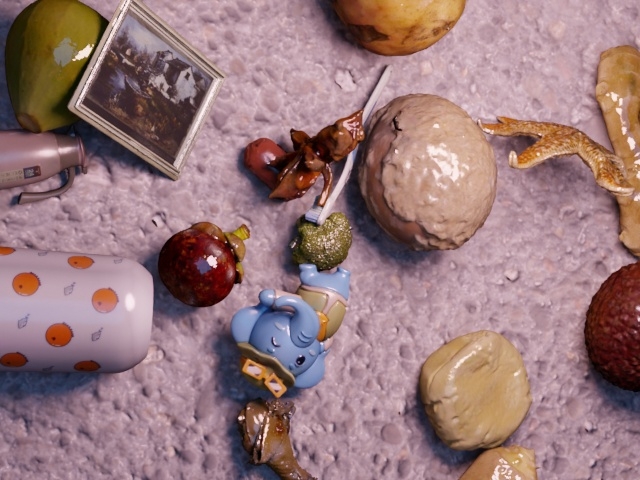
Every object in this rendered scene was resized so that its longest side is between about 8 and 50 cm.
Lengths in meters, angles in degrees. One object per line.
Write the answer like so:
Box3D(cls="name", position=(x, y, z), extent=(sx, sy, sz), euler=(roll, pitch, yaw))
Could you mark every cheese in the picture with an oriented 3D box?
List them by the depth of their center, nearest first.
Box3D(cls="cheese", position=(0.304, 0.291, 1.909), extent=(0.226, 0.117, 0.214), euler=(-29, 99, -18))

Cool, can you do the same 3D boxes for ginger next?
Box3D(cls="ginger", position=(0.315, 0.495, 1.882), extent=(0.267, 0.152, 0.138), euler=(-37, 69, -28))
Box3D(cls="ginger", position=(0.656, -0.186, 2.024), extent=(0.363, 0.122, 0.348), euler=(43, 69, -17))

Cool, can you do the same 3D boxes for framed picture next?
Box3D(cls="framed picture", position=(-0.292, -0.264, 1.756), extent=(0.296, 0.019, 0.232), euler=(35, 76, -52))

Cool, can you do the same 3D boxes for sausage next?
Box3D(cls="sausage", position=(-0.083, -0.134, 1.869), extent=(0.141, 0.076, 0.076), euler=(44, 78, -6))

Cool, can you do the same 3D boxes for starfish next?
Box3D(cls="starfish", position=(0.466, -0.167, 1.875), extent=(0.327, 0.375, 0.094), euler=(14, 110, -23))

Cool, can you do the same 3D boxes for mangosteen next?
Box3D(cls="mangosteen", position=(-0.213, 0.031, 1.800), extent=(0.145, 0.156, 0.181), euler=(12, 52, 13))

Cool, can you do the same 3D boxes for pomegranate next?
Box3D(cls="pomegranate", position=(0.142, -0.486, 1.853), extent=(0.281, 0.281, 0.281), euler=(1, 86, -13))

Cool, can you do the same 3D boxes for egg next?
Box3D(cls="egg", position=(0.201, -0.126, 1.842), extent=(0.279, 0.279, 0.310), euler=(5, 66, -13))

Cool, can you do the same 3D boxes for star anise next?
Box3D(cls="star anise", position=(-0.001, -0.160, 1.792), extent=(0.111, 0.196, 0.212), euler=(35, 116, -25))

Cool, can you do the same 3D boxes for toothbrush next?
Box3D(cls="toothbrush", position=(0.069, -0.186, 1.879), extent=(0.040, 0.040, 0.386), euler=(32, 65, -9))

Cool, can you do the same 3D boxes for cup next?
Box3D(cls="cup", position=(-0.451, 0.122, 1.689), extent=(0.317, 0.212, 0.212), euler=(4, 85, -14))

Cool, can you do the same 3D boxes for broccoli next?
Box3D(cls="broccoli", position=(0.000, 0.000, 1.862), extent=(0.131, 0.130, 0.120), euler=(-38, 58, 0))

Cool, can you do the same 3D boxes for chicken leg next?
Box3D(cls="chicken leg", position=(-0.083, 0.383, 1.829), extent=(0.125, 0.080, 0.196), euler=(-18, 91, -27))

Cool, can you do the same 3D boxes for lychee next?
Box3D(cls="lychee", position=(0.642, 0.172, 1.935), extent=(0.260, 0.260, 0.261), euler=(1, 86, -13))

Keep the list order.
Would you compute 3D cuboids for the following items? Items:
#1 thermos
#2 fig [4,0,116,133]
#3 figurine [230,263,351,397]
Box3D(cls="thermos", position=(-0.512, -0.135, 1.761), extent=(0.193, 0.105, 0.137), euler=(-11, 114, -21))
Box3D(cls="fig", position=(-0.443, -0.300, 1.724), extent=(0.207, 0.207, 0.230), euler=(-4, 79, -14))
Box3D(cls="figurine", position=(-0.054, 0.151, 1.803), extent=(0.180, 0.154, 0.262), euler=(22, 93, -43))
